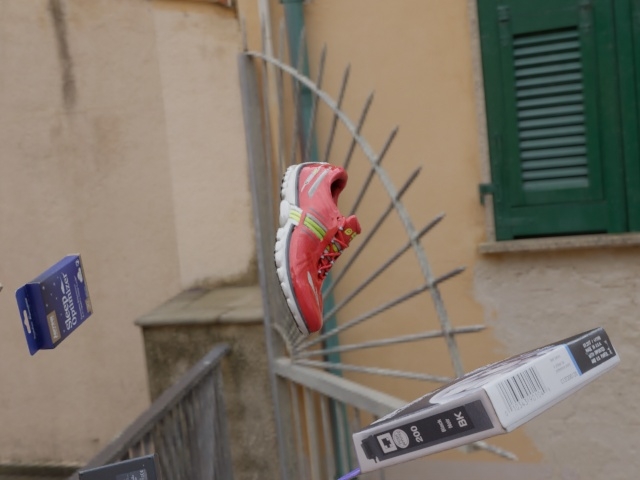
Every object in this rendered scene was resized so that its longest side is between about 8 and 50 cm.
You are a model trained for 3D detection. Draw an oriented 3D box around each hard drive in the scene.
[{"bbox_3d":[-0.328,0.413,1.298,0.135,0.094,0.022,-15,-17,5],"label":"hard drive"}]

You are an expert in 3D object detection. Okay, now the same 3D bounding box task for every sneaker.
[{"bbox_3d":[0.000,0.000,1.138,0.118,0.279,0.107,-4,-28,10],"label":"sneaker"}]

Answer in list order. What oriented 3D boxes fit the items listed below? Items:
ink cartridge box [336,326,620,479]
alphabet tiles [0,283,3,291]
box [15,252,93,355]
[{"bbox_3d":[0.131,0.148,0.706,0.206,0.045,0.208,-12,-16,-46],"label":"ink cartridge box"},{"bbox_3d":[-0.592,0.156,1.058,0.342,0.011,0.285,-52,-20,23],"label":"alphabet tiles"},{"bbox_3d":[-0.519,0.123,1.553,0.036,0.136,0.225,-4,16,10],"label":"box"}]
